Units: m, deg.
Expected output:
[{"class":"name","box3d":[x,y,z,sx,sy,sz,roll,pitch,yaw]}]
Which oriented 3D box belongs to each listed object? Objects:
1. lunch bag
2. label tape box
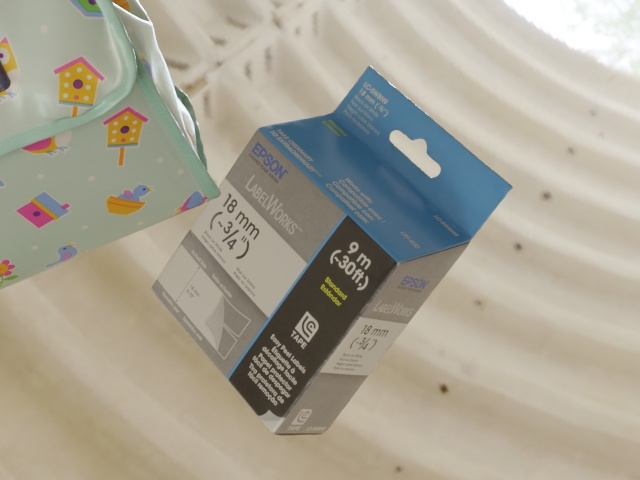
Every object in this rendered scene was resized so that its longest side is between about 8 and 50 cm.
[{"class":"lunch bag","box3d":[-0.220,-0.104,0.828,0.262,0.223,0.160,65,-176,-53]},{"class":"label tape box","box3d":[0.000,0.000,1.236,0.240,0.334,0.106,45,-162,32]}]
